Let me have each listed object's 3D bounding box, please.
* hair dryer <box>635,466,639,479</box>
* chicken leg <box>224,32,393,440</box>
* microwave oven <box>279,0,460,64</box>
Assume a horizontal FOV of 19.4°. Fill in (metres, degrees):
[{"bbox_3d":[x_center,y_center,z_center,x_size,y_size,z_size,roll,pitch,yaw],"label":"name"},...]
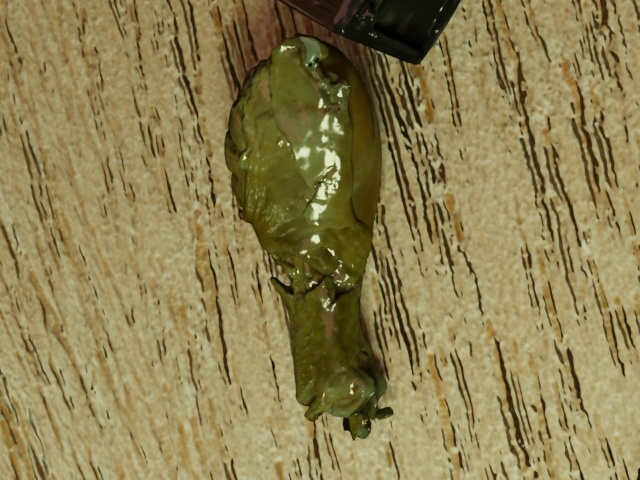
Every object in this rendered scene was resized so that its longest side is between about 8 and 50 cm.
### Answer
[{"bbox_3d":[0.486,0.165,1.776,0.303,0.120,0.360,18,82,29],"label":"hair dryer"},{"bbox_3d":[0.000,0.000,1.949,0.201,0.152,0.429,-9,90,44],"label":"chicken leg"},{"bbox_3d":[0.045,-0.299,1.905,0.188,0.247,0.178,31,99,21],"label":"microwave oven"}]
